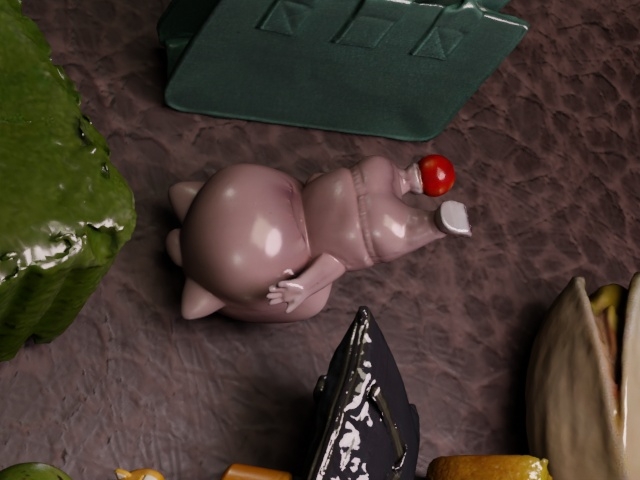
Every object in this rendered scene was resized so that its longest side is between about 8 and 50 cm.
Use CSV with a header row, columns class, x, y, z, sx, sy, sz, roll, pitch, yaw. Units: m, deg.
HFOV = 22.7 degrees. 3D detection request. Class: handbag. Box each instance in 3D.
class,x,y,z,sx,sy,sz,roll,pitch,yaw
handbag,0.035,0.214,1.460,0.089,0.211,0.254,4,58,21
handbag,0.016,-0.204,1.589,0.326,0.238,0.089,7,62,-26

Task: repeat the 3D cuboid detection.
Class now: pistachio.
class,x,y,z,sx,sy,sz,roll,pitch,yaw
pistachio,0.287,0.161,1.596,0.166,0.197,0.288,-7,60,8

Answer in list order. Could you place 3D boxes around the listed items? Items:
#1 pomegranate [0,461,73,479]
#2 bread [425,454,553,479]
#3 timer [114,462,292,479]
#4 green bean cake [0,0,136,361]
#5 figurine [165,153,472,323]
class,x,y,z,sx,sy,sz,roll,pitch,yaw
pomegranate,-0.262,0.228,1.339,0.142,0.114,0.114,38,53,22
bread,0.153,0.295,1.511,0.103,0.132,0.172,52,42,-53
timer,-0.116,0.245,1.410,0.152,0.132,0.132,19,59,6
green bean cake,-0.358,-0.052,1.353,0.335,0.218,0.319,-17,70,-39
figurine,0.000,0.000,1.520,0.287,0.186,0.176,-18,63,3
